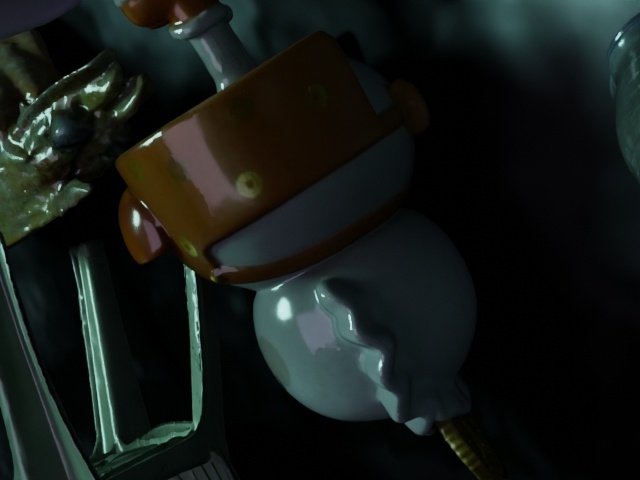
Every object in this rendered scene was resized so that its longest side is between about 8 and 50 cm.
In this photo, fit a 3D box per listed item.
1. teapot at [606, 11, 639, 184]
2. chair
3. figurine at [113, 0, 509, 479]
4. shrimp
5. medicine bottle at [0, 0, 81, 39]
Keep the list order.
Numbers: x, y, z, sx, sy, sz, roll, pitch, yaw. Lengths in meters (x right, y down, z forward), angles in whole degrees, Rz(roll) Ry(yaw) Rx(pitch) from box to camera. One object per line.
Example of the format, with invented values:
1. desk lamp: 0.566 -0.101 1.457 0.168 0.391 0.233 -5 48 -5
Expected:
1. teapot: 0.138 -0.061 0.567 0.088 0.066 0.057 -45 55 29
2. chair: -0.106 0.125 0.881 0.203 0.190 0.275 -18 88 54
3. figurine: 0.006 -0.008 0.708 0.271 0.143 0.143 42 141 -2
4. shrimp: -0.186 -0.074 0.924 0.317 0.077 0.168 -16 73 48
5. medicine bottle: -0.270 -0.246 0.816 0.388 0.219 0.219 24 127 41
